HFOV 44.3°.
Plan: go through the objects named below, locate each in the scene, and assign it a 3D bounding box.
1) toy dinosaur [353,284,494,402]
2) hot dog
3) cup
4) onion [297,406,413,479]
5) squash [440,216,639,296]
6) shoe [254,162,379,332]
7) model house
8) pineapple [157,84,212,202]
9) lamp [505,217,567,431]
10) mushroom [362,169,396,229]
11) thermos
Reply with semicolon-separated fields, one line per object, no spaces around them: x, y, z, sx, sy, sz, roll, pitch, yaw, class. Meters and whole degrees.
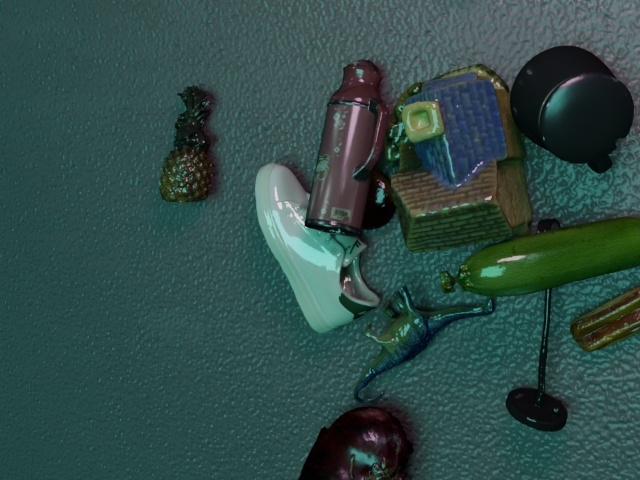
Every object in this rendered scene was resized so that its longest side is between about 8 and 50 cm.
0.164;0.182;1.541;0.363;0.076;0.147;-43;86;23;toy dinosaur
0.513;0.140;1.370;0.165;0.045;0.071;-34;85;28;hot dog
0.419;-0.199;1.274;0.169;0.176;0.223;-33;112;10;cup
0.072;0.462;1.571;0.221;0.281;0.281;15;113;-21;onion
0.384;0.030;1.305;0.378;0.101;0.101;-11;95;-2;squash
0.000;0.000;1.562;0.160;0.132;0.363;-20;95;29;shoe
0.207;-0.131;1.354;0.261;0.266;0.321;-11;95;24;model house
-0.284;-0.206;1.684;0.125;0.125;0.251;10;99;25;pineapple
0.376;0.151;1.408;0.108;0.130;0.371;-1;101;36;lamp
0.092;-0.079;1.542;0.123;0.052;0.123;5;100;30;mushroom
0.055;-0.180;1.462;0.109;0.136;0.330;11;85;-5;thermos
